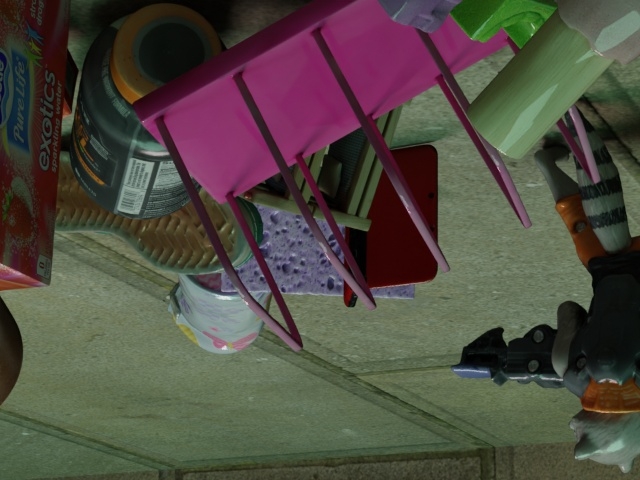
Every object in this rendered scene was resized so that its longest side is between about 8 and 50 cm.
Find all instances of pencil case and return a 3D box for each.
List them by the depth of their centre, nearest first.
[{"bbox_3d":[-0.114,0.046,2.052,0.124,0.113,0.273,21,163,1],"label":"pencil case"}]

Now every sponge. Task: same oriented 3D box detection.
[{"bbox_3d":[0.000,0.000,1.896,0.210,0.117,0.031,3,-165,-5],"label":"sponge"}]

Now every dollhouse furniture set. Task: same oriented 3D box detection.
[{"bbox_3d":[-0.036,-0.104,1.603,0.129,0.129,0.184,14,-171,-34],"label":"dollhouse furniture set"}]

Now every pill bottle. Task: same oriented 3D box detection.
[{"bbox_3d":[-0.141,-0.113,1.501,0.130,0.130,0.245,4,162,-10],"label":"pill bottle"}]

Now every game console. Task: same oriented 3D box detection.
[{"bbox_3d":[0.069,-0.013,1.795,0.085,0.144,0.124,3,163,-3],"label":"game console"}]

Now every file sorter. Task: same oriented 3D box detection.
[{"bbox_3d":[0.048,-0.070,1.364,0.291,0.182,0.202,-29,158,5],"label":"file sorter"}]

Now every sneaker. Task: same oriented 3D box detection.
[{"bbox_3d":[-0.149,-0.039,1.734,0.302,0.108,0.121,16,-164,41],"label":"sneaker"}]

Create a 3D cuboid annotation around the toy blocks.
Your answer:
[{"bbox_3d":[0.173,-0.229,1.053,0.289,0.309,0.260,4,134,-53],"label":"toy blocks"}]

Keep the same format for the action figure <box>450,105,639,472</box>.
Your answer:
[{"bbox_3d":[0.251,0.055,1.688,0.341,0.330,0.178,-10,162,30],"label":"action figure"}]

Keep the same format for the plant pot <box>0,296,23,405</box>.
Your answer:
[{"bbox_3d":[-0.470,0.086,2.087,0.215,0.215,0.230,1,149,-1],"label":"plant pot"}]

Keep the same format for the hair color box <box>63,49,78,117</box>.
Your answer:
[{"bbox_3d":[-0.288,-0.112,1.479,0.167,0.093,0.053,-20,118,8],"label":"hair color box"}]

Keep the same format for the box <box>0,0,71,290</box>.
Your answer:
[{"bbox_3d":[-0.277,-0.096,1.342,0.123,0.256,0.128,-5,162,23],"label":"box"}]
